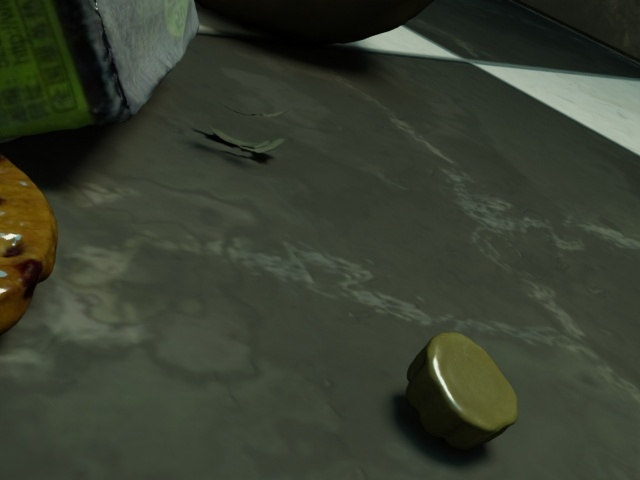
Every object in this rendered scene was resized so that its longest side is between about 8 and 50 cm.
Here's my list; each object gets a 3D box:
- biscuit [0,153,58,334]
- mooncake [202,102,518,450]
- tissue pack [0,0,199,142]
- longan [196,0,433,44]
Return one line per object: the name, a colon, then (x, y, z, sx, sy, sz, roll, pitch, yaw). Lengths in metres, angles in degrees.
biscuit: (-0.219, -0.012, 0.349, 0.212, 0.036, 0.212, 18, 25, -9)
mooncake: (0.007, -0.011, 0.526, 0.150, 0.057, 0.346, 28, 18, -23)
tissue pack: (-0.193, -0.285, 0.517, 0.124, 0.394, 0.288, -11, 23, 6)
longan: (-0.034, -0.436, 1.009, 0.404, 0.404, 0.435, 8, 54, -31)
